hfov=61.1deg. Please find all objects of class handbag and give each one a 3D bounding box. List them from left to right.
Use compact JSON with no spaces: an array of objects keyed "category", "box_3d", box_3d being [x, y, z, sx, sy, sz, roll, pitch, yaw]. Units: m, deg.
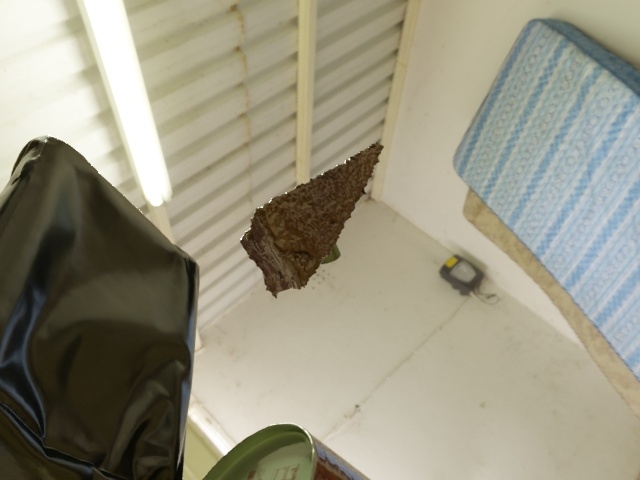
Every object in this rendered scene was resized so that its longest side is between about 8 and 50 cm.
[{"category":"handbag","box_3d":[-0.246,0.087,0.486,0.178,0.301,0.275,-25,-49,17]}]

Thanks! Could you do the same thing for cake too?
[{"category":"cake","box_3d":[-0.006,-0.053,0.786,0.295,0.113,0.116,-51,8,-38]}]

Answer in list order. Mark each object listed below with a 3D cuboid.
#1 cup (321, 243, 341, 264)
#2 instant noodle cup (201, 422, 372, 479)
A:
[{"category":"cup","box_3d":[0.005,-0.001,1.165,0.055,0.075,0.083,-18,-67,7]},{"category":"instant noodle cup","box_3d":[-0.022,0.301,0.510,0.235,0.178,0.234,-36,18,14]}]
